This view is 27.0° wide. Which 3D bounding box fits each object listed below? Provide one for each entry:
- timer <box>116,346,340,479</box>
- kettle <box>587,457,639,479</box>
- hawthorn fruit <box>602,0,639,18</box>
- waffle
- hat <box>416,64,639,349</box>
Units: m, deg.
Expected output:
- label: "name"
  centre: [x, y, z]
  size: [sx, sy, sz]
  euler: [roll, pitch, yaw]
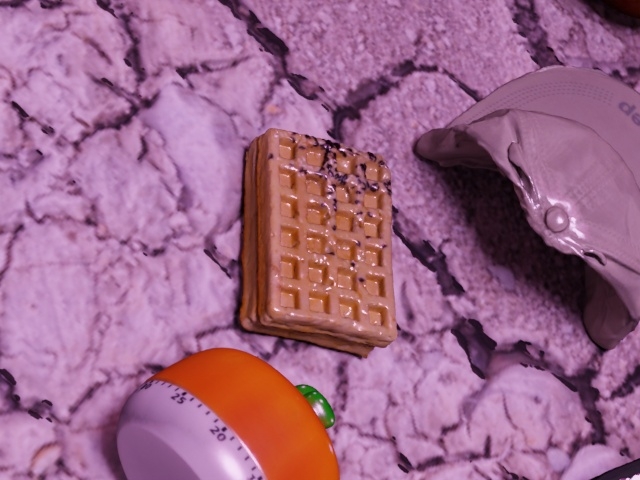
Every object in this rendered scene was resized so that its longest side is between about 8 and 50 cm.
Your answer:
- label: "timer"
  centre: [-0.044, 0.122, 0.785]
  size: [0.136, 0.099, 0.136]
  euler: [19, 58, -34]
- label: "kettle"
  centre: [0.340, 0.265, 0.880]
  size: [0.203, 0.262, 0.308]
  euler: [19, 45, -61]
- label: "hawthorn fruit"
  centre: [0.260, -0.303, 1.113]
  size: [0.248, 0.208, 0.208]
  euler: [35, 50, 24]
- label: "waffle"
  centre: [0.000, 0.000, 0.901]
  size: [0.102, 0.042, 0.148]
  euler: [13, 59, -22]
- label: "hat"
  centre: [0.207, -0.058, 0.991]
  size: [0.214, 0.149, 0.244]
  euler: [45, 64, -1]
